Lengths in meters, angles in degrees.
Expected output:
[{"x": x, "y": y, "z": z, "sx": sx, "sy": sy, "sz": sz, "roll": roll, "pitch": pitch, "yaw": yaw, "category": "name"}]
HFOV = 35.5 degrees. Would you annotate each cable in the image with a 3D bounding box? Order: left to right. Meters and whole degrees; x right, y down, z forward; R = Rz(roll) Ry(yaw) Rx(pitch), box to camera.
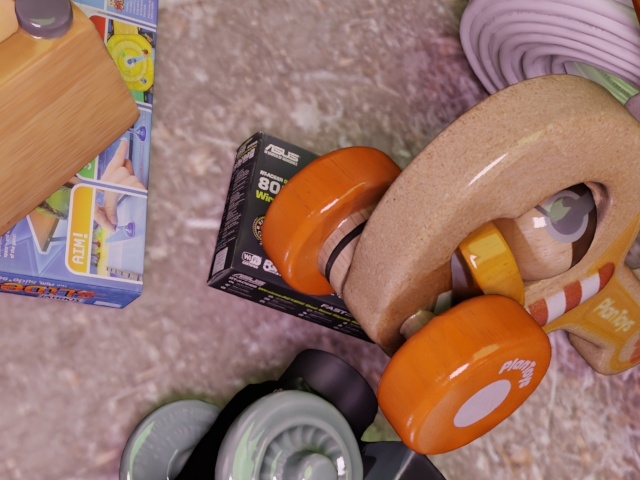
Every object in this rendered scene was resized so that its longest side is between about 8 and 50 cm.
[{"x": 0.210, "y": -0.109, "z": 0.642, "sx": 0.257, "sy": 0.257, "sz": 0.089, "roll": 35, "pitch": 85, "yaw": 12, "category": "cable"}]

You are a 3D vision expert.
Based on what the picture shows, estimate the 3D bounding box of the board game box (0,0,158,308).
[{"x": -0.160, "y": -0.071, "z": 0.540, "sx": 0.136, "sy": 0.035, "sz": 0.201, "roll": 11, "pitch": 66, "yaw": -27, "category": "board game box"}]

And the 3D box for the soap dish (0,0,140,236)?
[{"x": -0.252, "y": -0.099, "z": 0.418, "sx": 0.291, "sy": 0.118, "sz": 0.229, "roll": 45, "pitch": 62, "yaw": -1, "category": "soap dish"}]

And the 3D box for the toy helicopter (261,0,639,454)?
[{"x": 0.151, "y": 0.004, "z": 0.569, "sx": 0.140, "sy": 0.235, "sz": 0.355, "roll": 52, "pitch": 14, "yaw": 33, "category": "toy helicopter"}]

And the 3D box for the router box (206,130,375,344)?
[{"x": 0.000, "y": 0.000, "z": 0.606, "sx": 0.122, "sy": 0.038, "sz": 0.092, "roll": 21, "pitch": 62, "yaw": -23, "category": "router box"}]

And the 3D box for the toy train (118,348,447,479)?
[{"x": -0.049, "y": 0.209, "z": 0.446, "sx": 0.190, "sy": 0.142, "sz": 0.334, "roll": 50, "pitch": 55, "yaw": -17, "category": "toy train"}]
